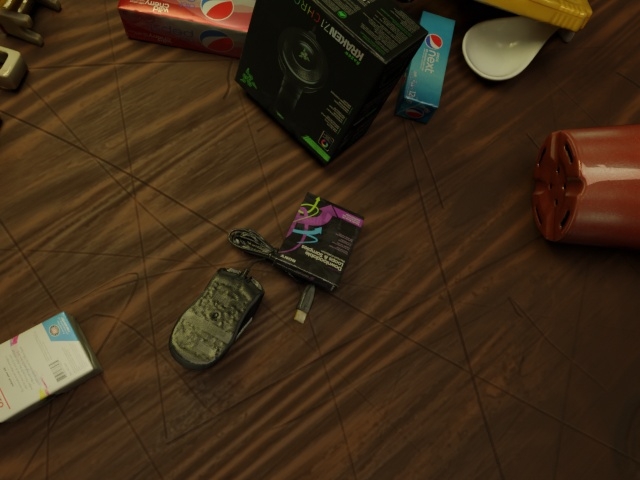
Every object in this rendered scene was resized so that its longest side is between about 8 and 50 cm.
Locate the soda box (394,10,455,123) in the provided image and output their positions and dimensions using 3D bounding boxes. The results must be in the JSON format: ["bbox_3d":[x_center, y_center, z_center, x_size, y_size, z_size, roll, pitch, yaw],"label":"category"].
[{"bbox_3d":[0.208,-0.344,1.062,0.071,0.067,0.210,16,72,-4],"label":"soda box"}]

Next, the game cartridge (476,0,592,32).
[{"bbox_3d":[0.377,-0.540,1.085,0.324,0.052,0.285,17,44,-1],"label":"game cartridge"}]

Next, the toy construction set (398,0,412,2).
[{"bbox_3d":[0.077,-0.560,0.986,0.237,0.257,0.308,8,53,9],"label":"toy construction set"}]

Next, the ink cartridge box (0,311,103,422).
[{"bbox_3d":[-0.445,0.201,0.810,0.181,0.061,0.104,-29,79,-16],"label":"ink cartridge box"}]

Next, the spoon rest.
[{"bbox_3d":[0.419,-0.417,1.107,0.277,0.084,0.137,-25,79,-15],"label":"spoon rest"}]

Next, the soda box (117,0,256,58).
[{"bbox_3d":[-0.234,-0.419,1.007,0.264,0.092,0.083,8,74,-6],"label":"soda box"}]

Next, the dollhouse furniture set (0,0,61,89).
[{"bbox_3d":[-0.601,-0.329,0.871,0.152,0.201,0.373,16,73,-3],"label":"dollhouse furniture set"}]

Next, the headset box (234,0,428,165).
[{"bbox_3d":[0.000,-0.307,0.918,0.246,0.283,0.131,44,57,5],"label":"headset box"}]

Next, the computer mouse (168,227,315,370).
[{"bbox_3d":[-0.118,0.117,0.887,0.184,0.060,0.262,24,60,3],"label":"computer mouse"}]

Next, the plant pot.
[{"bbox_3d":[0.544,-0.096,0.950,0.265,0.272,0.272,1,73,0],"label":"plant pot"}]

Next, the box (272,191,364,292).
[{"bbox_3d":[0.000,0.000,0.928,0.116,0.029,0.162,24,55,-1],"label":"box"}]
